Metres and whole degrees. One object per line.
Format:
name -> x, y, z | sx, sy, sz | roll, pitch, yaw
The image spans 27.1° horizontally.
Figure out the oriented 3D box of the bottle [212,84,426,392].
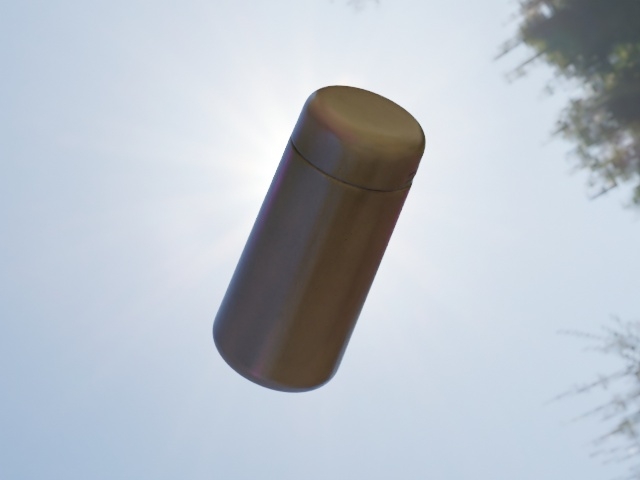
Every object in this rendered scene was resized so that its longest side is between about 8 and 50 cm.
bottle -> 0.000, 0.000, 0.424 | 0.045, 0.096, 0.045 | 18, -152, -10
